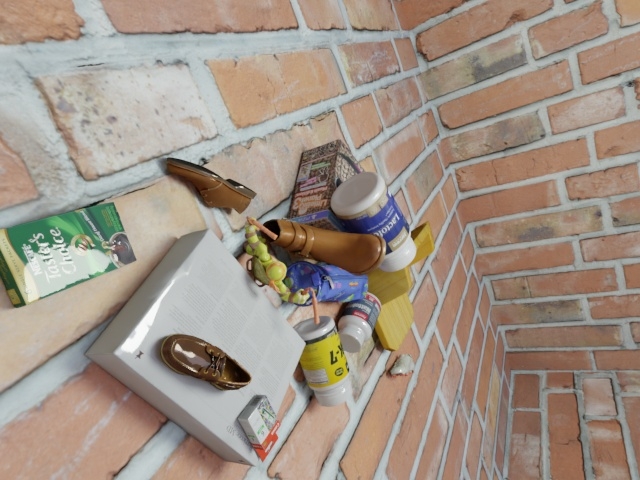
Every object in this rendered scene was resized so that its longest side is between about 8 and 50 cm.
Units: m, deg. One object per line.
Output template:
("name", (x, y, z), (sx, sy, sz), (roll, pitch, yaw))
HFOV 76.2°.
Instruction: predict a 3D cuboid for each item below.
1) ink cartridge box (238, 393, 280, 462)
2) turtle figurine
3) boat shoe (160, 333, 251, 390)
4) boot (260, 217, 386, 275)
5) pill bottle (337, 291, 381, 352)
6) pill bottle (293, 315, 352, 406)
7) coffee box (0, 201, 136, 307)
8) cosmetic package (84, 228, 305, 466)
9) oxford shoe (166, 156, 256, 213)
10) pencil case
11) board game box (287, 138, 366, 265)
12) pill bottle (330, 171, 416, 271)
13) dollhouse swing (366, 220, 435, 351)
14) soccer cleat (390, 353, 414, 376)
("ink cartridge box", (-0.108, 0.362, 0.783), (0.063, 0.029, 0.115), (-45, 118, -52))
("turtle figurine", (-0.110, 0.067, 0.892), (0.087, 0.217, 0.269), (-37, 105, -12))
("boat shoe", (-0.185, 0.204, 0.686), (0.178, 0.060, 0.064), (46, 46, -39))
("boot", (0.000, 0.000, 0.991), (0.220, 0.284, 0.108), (20, 86, -33))
("pill bottle", (0.115, 0.252, 1.259), (0.107, 0.108, 0.180), (62, 35, -23))
("pill bottle", (0.008, 0.314, 1.066), (0.119, 0.119, 0.208), (-32, 107, -56))
("coffee box", (-0.387, 0.015, 0.627), (0.184, 0.041, 0.113), (-30, 105, -56))
("cosmetic package", (-0.201, 0.211, 0.798), (0.377, 0.098, 0.284), (57, 37, -30))
("oxford shoe", (-0.239, -0.113, 0.881), (0.212, 0.076, 0.076), (26, 98, -40))
("pencil case", (0.027, 0.120, 1.148), (0.306, 0.133, 0.119), (10, 69, -57))
("board game box", (0.042, -0.111, 1.237), (0.232, 0.141, 0.290), (41, 47, -43))
("pill bottle", (0.152, -0.043, 1.107), (0.264, 0.153, 0.153), (52, 40, -34))
("dollhouse swing", (0.319, 0.170, 1.456), (0.304, 0.315, 0.347), (54, 34, 1))
("soccer cleat", (0.304, 0.466, 1.527), (0.196, 0.068, 0.076), (20, 58, -61))
